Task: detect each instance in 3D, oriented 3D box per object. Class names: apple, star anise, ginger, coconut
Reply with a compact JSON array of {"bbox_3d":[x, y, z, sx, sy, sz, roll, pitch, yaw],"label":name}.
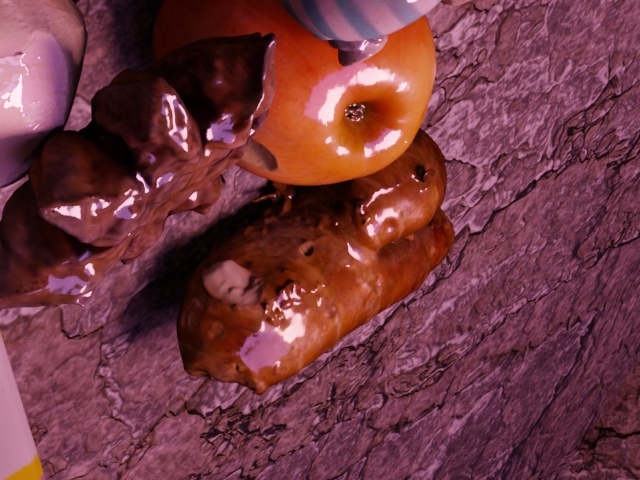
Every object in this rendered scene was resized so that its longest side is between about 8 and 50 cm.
[{"bbox_3d":[-0.021,-0.172,1.244,0.242,0.241,0.242,-33,146,-25],"label":"apple"},{"bbox_3d":[-0.152,-0.048,1.048,0.315,0.108,0.315,-48,178,-3],"label":"star anise"},{"bbox_3d":[0.000,0.000,1.511,0.418,0.176,0.254,-31,135,-30],"label":"ginger"},{"bbox_3d":[-0.285,-0.132,0.999,0.234,0.224,0.224,-11,131,-36],"label":"coconut"}]

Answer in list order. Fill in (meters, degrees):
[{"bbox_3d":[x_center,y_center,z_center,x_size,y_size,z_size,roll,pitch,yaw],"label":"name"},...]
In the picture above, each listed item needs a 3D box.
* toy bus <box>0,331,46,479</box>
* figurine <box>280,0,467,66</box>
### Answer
[{"bbox_3d":[-0.376,0.176,1.168,0.209,0.249,0.440,-31,143,-26],"label":"toy bus"},{"bbox_3d":[0.002,-0.248,0.894,0.266,0.377,0.361,-29,116,11],"label":"figurine"}]
